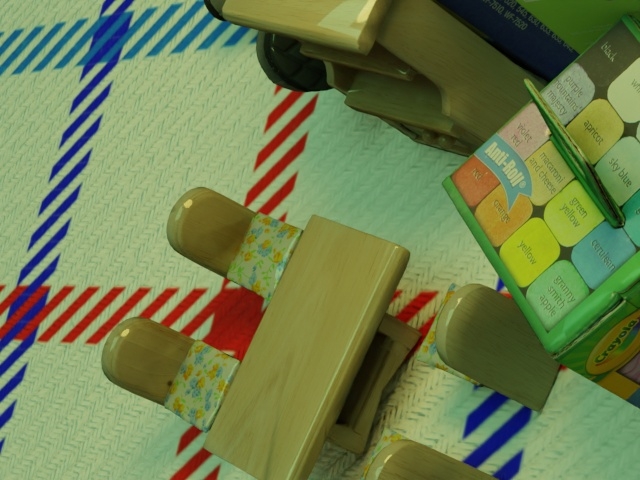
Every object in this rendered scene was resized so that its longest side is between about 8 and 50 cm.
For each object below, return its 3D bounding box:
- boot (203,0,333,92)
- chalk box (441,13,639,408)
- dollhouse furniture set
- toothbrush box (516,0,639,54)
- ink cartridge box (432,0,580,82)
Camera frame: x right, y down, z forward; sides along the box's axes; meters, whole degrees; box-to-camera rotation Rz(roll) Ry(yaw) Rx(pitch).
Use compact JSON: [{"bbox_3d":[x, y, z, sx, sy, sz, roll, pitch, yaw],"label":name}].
[{"bbox_3d":[-0.032,-0.249,1.600,0.222,0.118,0.338,-15,38,41],"label":"boot"},{"bbox_3d":[0.220,-0.011,1.112,0.179,0.289,0.180,-43,45,18],"label":"chalk box"},{"bbox_3d":[0.000,0.000,1.341,0.362,0.256,0.394,20,84,47],"label":"dollhouse furniture set"},{"bbox_3d":[0.265,-0.219,1.185,0.122,0.283,0.206,-5,66,43],"label":"toothbrush box"},{"bbox_3d":[0.087,-0.224,1.342,0.072,0.303,0.307,-57,42,6],"label":"ink cartridge box"}]
